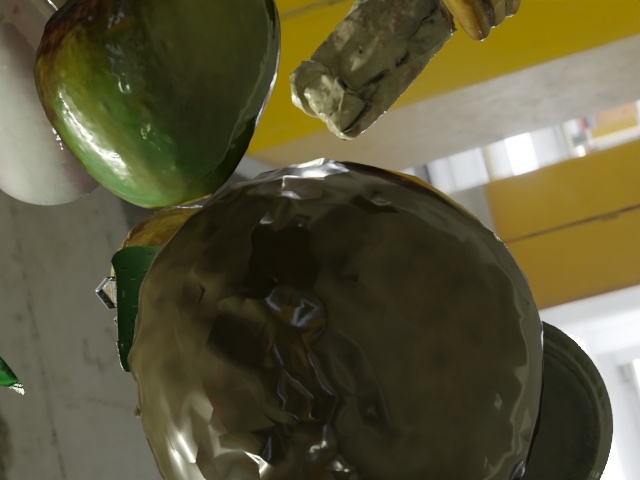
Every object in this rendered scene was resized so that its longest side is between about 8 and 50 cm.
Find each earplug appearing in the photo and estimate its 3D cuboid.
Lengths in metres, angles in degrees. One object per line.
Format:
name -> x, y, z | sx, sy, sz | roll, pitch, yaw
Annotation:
earplug -> -0.318, -0.176, 1.317 | 0.301, 0.172, 0.172 | 82, 179, -67

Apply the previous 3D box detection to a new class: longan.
longan -> 0.013, 0.120, 1.128 | 0.391, 0.391, 0.391 | -16, -90, -75

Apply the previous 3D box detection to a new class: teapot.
teapot -> 0.186, 0.187, 1.502 | 0.344, 0.253, 0.300 | 142, 113, -87

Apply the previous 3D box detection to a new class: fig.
fig -> -0.115, -0.119, 0.908 | 0.181, 0.181, 0.191 | -30, -66, -75

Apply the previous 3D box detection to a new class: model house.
model house -> -0.235, 0.087, 1.664 | 0.088, 0.117, 0.167 | -1, 97, 61

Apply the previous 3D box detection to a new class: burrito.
burrito -> 0.098, -0.294, 1.804 | 0.347, 0.175, 0.107 | -54, -30, -11

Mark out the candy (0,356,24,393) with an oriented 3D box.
candy -> -0.527, 0.163, 1.743 | 0.203, 0.141, 0.078 | 20, -112, -43

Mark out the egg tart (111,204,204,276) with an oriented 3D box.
egg tart -> -0.258, 0.059, 2.367 | 0.118, 0.288, 0.288 | 48, 171, 47

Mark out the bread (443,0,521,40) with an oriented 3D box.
bread -> 0.110, -0.264, 1.082 | 0.116, 0.077, 0.200 | 60, -174, -42
